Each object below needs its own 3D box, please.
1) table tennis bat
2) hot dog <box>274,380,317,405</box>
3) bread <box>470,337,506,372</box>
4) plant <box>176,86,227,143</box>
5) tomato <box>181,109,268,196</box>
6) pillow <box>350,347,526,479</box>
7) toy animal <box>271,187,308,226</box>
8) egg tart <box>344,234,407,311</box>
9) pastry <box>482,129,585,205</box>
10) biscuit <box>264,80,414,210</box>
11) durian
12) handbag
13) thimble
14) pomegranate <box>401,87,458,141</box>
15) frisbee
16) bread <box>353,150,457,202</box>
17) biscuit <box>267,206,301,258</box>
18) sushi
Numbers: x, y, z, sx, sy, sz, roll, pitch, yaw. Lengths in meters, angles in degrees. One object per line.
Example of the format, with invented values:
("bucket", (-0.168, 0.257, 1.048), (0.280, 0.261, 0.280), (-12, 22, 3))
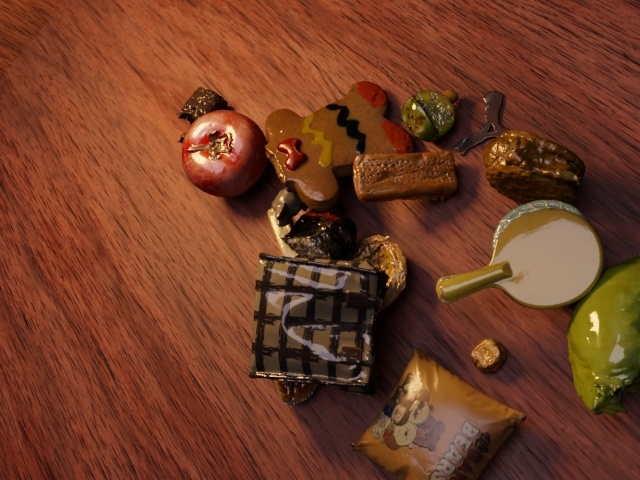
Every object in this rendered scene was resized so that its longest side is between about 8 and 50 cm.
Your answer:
("table tennis bat", (0.434, 0.063, 1.441), (0.368, 0.054, 0.224), (-22, 64, 18))
("hot dog", (-0.083, 0.315, 1.776), (0.144, 0.075, 0.268), (-31, 59, 15))
("bread", (0.399, 0.272, 1.549), (0.081, 0.046, 0.083), (3, 75, 35))
("plant", (-0.401, -0.403, 2.181), (0.131, 0.142, 0.203), (15, 71, 22))
("tomato", (-0.292, -0.264, 2.011), (0.270, 0.227, 0.270), (-2, 80, 10))
("pillow", (0.261, 0.447, 1.514), (0.312, 0.119, 0.310), (32, 86, 35))
("toy animal", (-0.082, -0.128, 1.858), (0.108, 0.138, 0.236), (11, 34, 39))
("egg tart", (0.132, 0.110, 1.727), (0.231, 0.098, 0.252), (22, 79, 39))
("pastry", (0.505, -0.176, 1.545), (0.240, 0.235, 0.132), (19, 77, 23))
("biscuit", (0.048, -0.277, 1.832), (0.394, 0.076, 0.368), (-20, 60, -8))
("durian", (0.647, 0.196, 1.367), (0.255, 0.204, 0.340), (-9, 58, 10))
("handbag", (-0.006, 0.200, 1.623), (0.326, 0.162, 0.325), (4, 89, 24))
("thimble", (0.529, 0.016, 1.514), (0.235, 0.143, 0.199), (0, 74, 30))
("pomegranate", (0.299, -0.346, 1.791), (0.143, 0.122, 0.169), (42, 57, 5))
("frisbee", (0.445, -0.293, 1.751), (0.187, 0.012, 0.211), (-28, 61, 18))
("bread", (0.223, -0.164, 1.718), (0.270, 0.077, 0.139), (-5, 81, -6))
("biscuit", (-0.104, -0.019, 1.924), (0.056, 0.052, 0.188), (-24, 64, 7))
("sushi", (0.000, 0.000, 1.777), (0.126, 0.136, 0.225), (-55, 27, -20))
